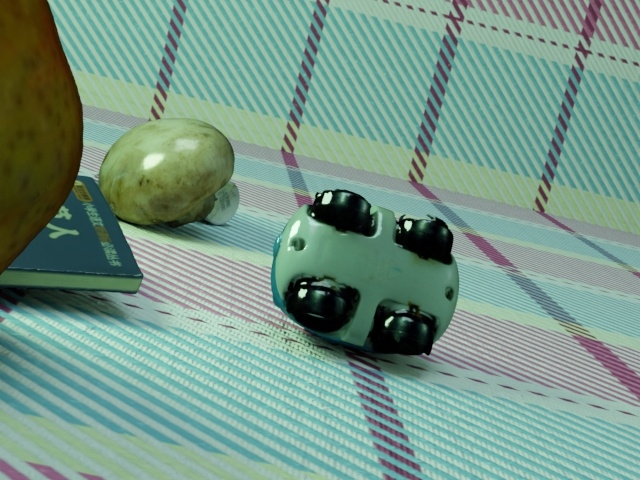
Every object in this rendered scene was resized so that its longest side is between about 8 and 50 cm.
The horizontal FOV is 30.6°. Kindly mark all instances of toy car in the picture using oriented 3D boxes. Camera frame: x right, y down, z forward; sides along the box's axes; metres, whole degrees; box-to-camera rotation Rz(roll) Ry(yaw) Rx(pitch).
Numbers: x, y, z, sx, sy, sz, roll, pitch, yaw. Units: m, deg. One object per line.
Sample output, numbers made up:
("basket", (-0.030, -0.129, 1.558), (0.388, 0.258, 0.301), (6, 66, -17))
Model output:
("toy car", (0.050, 0.053, 1.545), (0.255, 0.189, 0.190), (16, -18, -11))

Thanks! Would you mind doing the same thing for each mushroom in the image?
("mushroom", (-0.273, -0.115, 2.047), (0.254, 0.184, 0.255), (-12, 42, 11))

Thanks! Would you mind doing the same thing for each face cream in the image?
("face cream", (-0.290, -0.114, 2.295), (0.311, 0.092, 0.092), (23, 13, 41))

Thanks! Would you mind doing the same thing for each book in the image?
("book", (-0.457, -0.026, 1.438), (0.427, 0.039, 0.300), (4, 25, -27))

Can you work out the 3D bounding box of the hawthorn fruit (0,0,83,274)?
("hawthorn fruit", (-0.464, -0.120, 1.077), (0.471, 0.472, 0.472), (13, 9, -2))
